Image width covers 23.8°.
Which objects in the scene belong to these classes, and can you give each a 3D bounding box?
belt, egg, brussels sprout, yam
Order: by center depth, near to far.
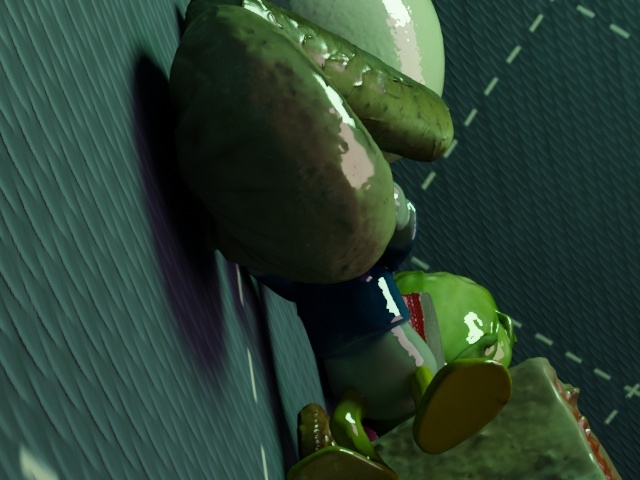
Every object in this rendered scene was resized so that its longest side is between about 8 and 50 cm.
[{"bbox_3d":[0.013,-0.139,1.342,0.371,0.083,0.083,16,59,-57],"label":"yam"},{"bbox_3d":[0.034,-0.166,1.559,0.271,0.206,0.162,74,1,-48],"label":"egg"},{"bbox_3d":[0.069,0.127,1.700,0.201,0.128,0.124,11,68,-76],"label":"belt"},{"bbox_3d":[0.155,0.173,2.034,0.294,0.227,0.259,-107,-165,-49],"label":"brussels sprout"}]

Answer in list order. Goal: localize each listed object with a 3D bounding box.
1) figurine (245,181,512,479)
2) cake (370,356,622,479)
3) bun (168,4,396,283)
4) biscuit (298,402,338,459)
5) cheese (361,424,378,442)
[{"bbox_3d":[-0.002,0.023,1.296,0.338,0.204,0.283,-116,-179,-55],"label":"figurine"},{"bbox_3d":[0.181,0.290,1.336,0.309,0.230,0.237,58,10,-37],"label":"cake"},{"bbox_3d":[-0.043,-0.053,1.050,0.222,0.127,0.222,50,-7,9],"label":"bun"},{"bbox_3d":[0.013,0.242,1.404,0.188,0.027,0.188,-11,90,-84],"label":"biscuit"},{"bbox_3d":[0.048,0.233,1.735,0.095,0.038,0.145,72,-1,-50],"label":"cheese"}]
